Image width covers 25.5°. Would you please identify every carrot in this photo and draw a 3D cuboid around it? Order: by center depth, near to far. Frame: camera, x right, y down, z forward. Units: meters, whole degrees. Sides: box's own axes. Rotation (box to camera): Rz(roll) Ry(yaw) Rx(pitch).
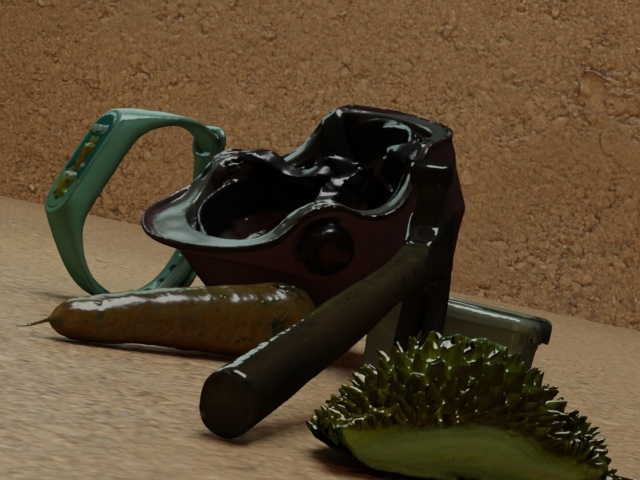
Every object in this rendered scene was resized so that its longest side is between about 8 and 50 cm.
[{"bbox_3d":[-0.129,0.072,1.263,0.298,0.078,0.078,3,7,-38],"label":"carrot"}]

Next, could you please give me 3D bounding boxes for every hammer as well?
[{"bbox_3d":[0.021,0.053,1.078,0.044,0.168,0.440,6,14,22],"label":"hammer"}]

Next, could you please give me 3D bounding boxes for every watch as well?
[{"bbox_3d":[-0.196,-0.044,1.581,0.195,0.237,0.068,38,-16,-32],"label":"watch"}]

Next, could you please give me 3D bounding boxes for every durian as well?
[{"bbox_3d":[0.099,0.111,0.930,0.220,0.095,0.137,17,0,-19],"label":"durian"}]

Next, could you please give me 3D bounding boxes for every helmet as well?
[{"bbox_3d":[0.000,0.000,1.483,0.338,0.197,0.271,-28,27,-18],"label":"helmet"}]

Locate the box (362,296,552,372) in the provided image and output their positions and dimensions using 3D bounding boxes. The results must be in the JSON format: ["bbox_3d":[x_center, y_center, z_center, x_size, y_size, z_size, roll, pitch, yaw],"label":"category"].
[{"bbox_3d":[0.122,0.102,1.326,0.172,0.093,0.124,12,1,19],"label":"box"}]
